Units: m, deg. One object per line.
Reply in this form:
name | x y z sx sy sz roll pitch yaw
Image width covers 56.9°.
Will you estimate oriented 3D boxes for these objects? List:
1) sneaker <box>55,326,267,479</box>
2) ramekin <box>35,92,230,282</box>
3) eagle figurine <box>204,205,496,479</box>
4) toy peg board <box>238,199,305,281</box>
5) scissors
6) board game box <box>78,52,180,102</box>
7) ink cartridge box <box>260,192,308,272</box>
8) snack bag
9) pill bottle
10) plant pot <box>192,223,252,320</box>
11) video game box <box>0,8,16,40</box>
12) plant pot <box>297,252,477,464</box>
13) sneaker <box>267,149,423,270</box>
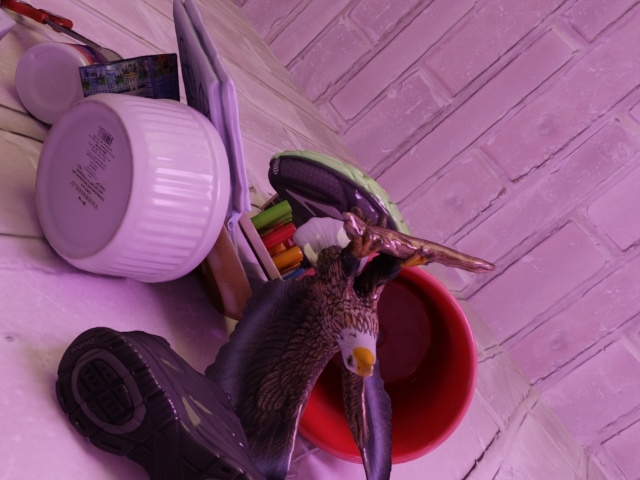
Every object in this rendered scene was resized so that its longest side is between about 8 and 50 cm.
sneaker | -0.102 0.188 0.522 0.286 0.109 0.130 54 10 9
ramekin | -0.209 -0.058 0.631 0.109 0.207 0.207 5 45 -56
eagle figurine | 0.018 0.119 0.636 0.226 0.298 0.225 26 12 19
toy peg board | -0.060 0.019 0.927 0.160 0.079 0.161 60 -8 6
scissors | -0.401 -0.319 0.864 0.109 0.021 0.297 15 17 -37
board game box | -0.248 -0.156 0.832 0.194 0.060 0.194 -70 156 -67
ink cartridge box | 0.000 0.000 1.278 0.193 0.088 0.235 58 17 26
snack bag | -0.149 -0.127 0.826 0.323 0.037 0.342 -119 -157 -48
pill bottle | -0.334 -0.225 0.850 0.108 0.108 0.193 47 15 -7
plant pot | -0.152 0.004 0.749 0.236 0.032 0.236 51 -23 32
video game box | -0.491 -0.301 0.709 0.187 0.048 0.205 44 15 -26
plant pot | 0.076 0.150 0.859 0.275 0.275 0.243 50 6 5
sneaker | 0.057 0.050 1.044 0.483 0.202 0.185 55 -27 -12
